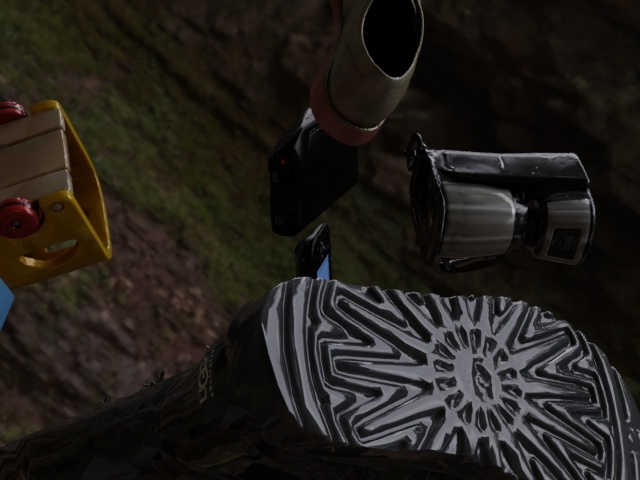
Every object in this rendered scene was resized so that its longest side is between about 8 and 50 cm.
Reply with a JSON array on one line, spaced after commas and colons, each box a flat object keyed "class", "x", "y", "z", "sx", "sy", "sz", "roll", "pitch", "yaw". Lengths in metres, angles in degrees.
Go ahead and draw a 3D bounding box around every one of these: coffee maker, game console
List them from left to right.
[{"class": "game console", "x": 0.000, "y": 0.000, "z": 1.497, "sx": 0.044, "sy": 0.213, "sz": 0.361, "roll": 7, "pitch": -66, "yaw": 22}, {"class": "coffee maker", "x": 0.195, "y": -0.052, "z": 1.231, "sx": 0.178, "sy": 0.171, "sz": 0.120, "roll": 1, "pitch": -27, "yaw": -10}]

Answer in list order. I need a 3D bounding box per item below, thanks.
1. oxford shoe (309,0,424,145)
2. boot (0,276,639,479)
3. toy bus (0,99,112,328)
[{"class": "oxford shoe", "x": 0.085, "y": -0.273, "z": 1.335, "sx": 0.123, "sy": 0.348, "sz": 0.130, "roll": 23, "pitch": -36, "yaw": -20}, {"class": "boot", "x": -0.028, "y": 0.180, "z": 0.886, "sx": 0.367, "sy": 0.146, "sz": 0.445, "roll": 20, "pitch": -37, "yaw": -32}, {"class": "toy bus", "x": -0.238, "y": -0.007, "z": 0.741, "sx": 0.202, "sy": 0.191, "sz": 0.104, "roll": 22, "pitch": -28, "yaw": 27}]
